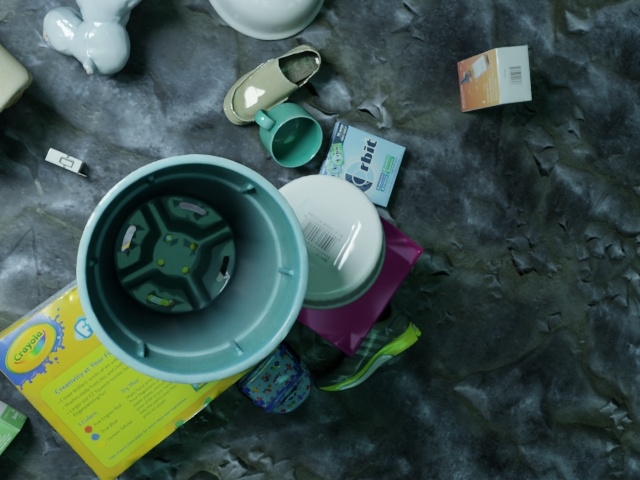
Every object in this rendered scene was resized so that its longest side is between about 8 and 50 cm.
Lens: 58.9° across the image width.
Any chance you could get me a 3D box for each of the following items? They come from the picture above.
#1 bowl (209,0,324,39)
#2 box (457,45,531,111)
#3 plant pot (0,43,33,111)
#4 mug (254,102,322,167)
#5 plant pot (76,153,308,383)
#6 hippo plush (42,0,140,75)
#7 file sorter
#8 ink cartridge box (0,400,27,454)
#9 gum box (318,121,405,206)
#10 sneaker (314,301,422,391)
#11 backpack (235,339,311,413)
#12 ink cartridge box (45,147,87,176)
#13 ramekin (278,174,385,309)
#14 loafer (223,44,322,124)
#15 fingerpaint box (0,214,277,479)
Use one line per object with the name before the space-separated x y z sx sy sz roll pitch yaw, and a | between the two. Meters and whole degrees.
bowl | -0.108 -0.606 1.238 0.297 0.134 0.298 -1 95 -15
box | 0.424 -0.393 1.393 0.091 0.170 0.130 -10 98 -16
plant pot | -0.718 -0.319 1.013 0.305 0.334 0.334 42 83 -26
mug | -0.076 -0.254 1.279 0.129 0.097 0.158 -29 137 -9
plant pot | -0.235 0.035 0.994 0.341 0.334 0.341 -1 94 -21
hippo plush | -0.429 -0.466 1.148 0.294 0.234 0.237 22 120 0
file sorter | 0.050 0.076 1.324 0.202 0.182 0.291 36 84 -15
ink cartridge box | -0.757 0.384 1.166 0.219 0.092 0.160 40 83 -16
gum box | 0.099 -0.184 1.386 0.184 0.041 0.157 18 90 -16
sneaker | 0.102 0.265 1.410 0.300 0.111 0.121 -33 93 -16
backpack | -0.098 0.336 1.343 0.158 0.117 0.173 -42 108 -8
ink cartridge box | -0.532 -0.165 1.201 0.083 0.048 0.028 24 89 -18
ramekin | 0.000 0.000 1.149 0.277 0.135 0.277 0 81 1
loafer | -0.105 -0.362 1.283 0.268 0.092 0.102 -41 105 -9
fingerpaint box | -0.386 0.215 1.220 0.444 0.163 0.371 -38 105 -12
